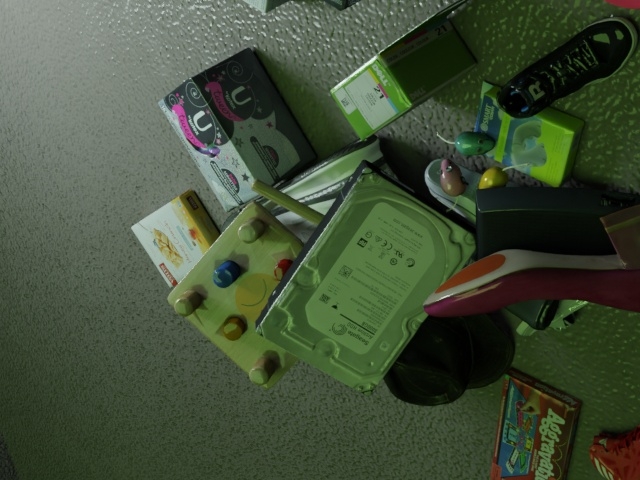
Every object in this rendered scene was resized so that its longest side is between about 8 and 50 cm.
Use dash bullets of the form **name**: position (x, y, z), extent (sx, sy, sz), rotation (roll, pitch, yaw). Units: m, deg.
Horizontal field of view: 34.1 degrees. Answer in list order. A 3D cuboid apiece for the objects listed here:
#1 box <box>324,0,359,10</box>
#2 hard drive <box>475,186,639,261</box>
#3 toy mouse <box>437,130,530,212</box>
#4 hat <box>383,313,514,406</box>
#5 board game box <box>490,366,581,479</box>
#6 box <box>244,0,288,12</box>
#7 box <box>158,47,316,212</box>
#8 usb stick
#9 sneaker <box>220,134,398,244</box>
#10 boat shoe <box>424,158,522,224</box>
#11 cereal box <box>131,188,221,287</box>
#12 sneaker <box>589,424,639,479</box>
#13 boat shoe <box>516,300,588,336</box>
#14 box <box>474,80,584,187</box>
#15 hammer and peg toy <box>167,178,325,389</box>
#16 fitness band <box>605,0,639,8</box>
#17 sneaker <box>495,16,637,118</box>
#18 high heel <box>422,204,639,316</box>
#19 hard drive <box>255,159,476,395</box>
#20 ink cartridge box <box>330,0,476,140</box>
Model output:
- **box**: position (0.037, -0.512, 1.557), extent (0.165, 0.143, 0.270), rotation (34, 136, 22)
- **hard drive**: position (0.364, 0.003, 1.605), extent (0.254, 0.054, 0.172), rotation (3, 122, 14)
- **toy mouse**: position (0.226, -0.120, 1.650), extent (0.143, 0.031, 0.161), rotation (51, 124, 12)
- **hat**: position (0.175, 0.211, 1.879), extent (0.331, 0.134, 0.331), rotation (14, 139, 12)
- **board game box**: position (0.396, 0.375, 1.939), extent (0.145, 0.027, 0.281), rotation (24, 132, 30)
- **box**: position (-0.115, -0.481, 1.786), extent (0.137, 0.072, 0.126), rotation (34, 137, 21)
- **box**: position (-0.155, -0.206, 1.952), extent (0.142, 0.163, 0.247), rotation (-25, 99, 52)
- **usb stick**: position (0.285, 0.056, 1.751), extent (0.278, 0.045, 0.077), rotation (37, 123, 41)
- **sneaker**: position (0.000, 0.000, 1.945), extent (0.447, 0.169, 0.258), rotation (-26, 96, 48)
- **boat shoe**: position (0.276, -0.062, 1.716), extent (0.226, 0.083, 0.076), rotation (34, 164, 21)
- **cereal box**: position (-0.317, 0.000, 2.353), extent (0.240, 0.047, 0.173), rotation (-27, 98, 50)
- **sneaker**: position (0.516, 0.347, 1.755), extent (0.128, 0.087, 0.221), rotation (24, 131, 29)
- **boat shoe**: position (0.396, 0.117, 1.730), extent (0.063, 0.066, 0.184), rotation (47, 131, 9)
- **box**: position (0.312, -0.166, 1.618), extent (0.178, 0.042, 0.109), rotation (28, 134, 27)
- **hammer and peg toy**: position (-0.076, 0.057, 1.847), extent (0.266, 0.127, 0.361), rotation (41, 106, 0)
- **fitness band**: position (0.415, -0.437, 1.317), extent (0.209, 0.054, 0.291), rotation (37, 137, 24)
- **sneaker**: position (0.342, -0.231, 1.477), extent (0.079, 0.121, 0.217), rotation (55, 141, -3)
- **high heel**: position (0.348, 0.092, 1.548), extent (0.377, 0.127, 0.181), rotation (-20, 103, 22)
- **hard drive**: position (0.076, 0.067, 1.730), extent (0.236, 0.064, 0.339), rotation (32, 105, -13)
- **ink cartridge box**: position (0.163, -0.272, 1.570), extent (0.255, 0.188, 0.097), rotation (-30, 94, 50)
